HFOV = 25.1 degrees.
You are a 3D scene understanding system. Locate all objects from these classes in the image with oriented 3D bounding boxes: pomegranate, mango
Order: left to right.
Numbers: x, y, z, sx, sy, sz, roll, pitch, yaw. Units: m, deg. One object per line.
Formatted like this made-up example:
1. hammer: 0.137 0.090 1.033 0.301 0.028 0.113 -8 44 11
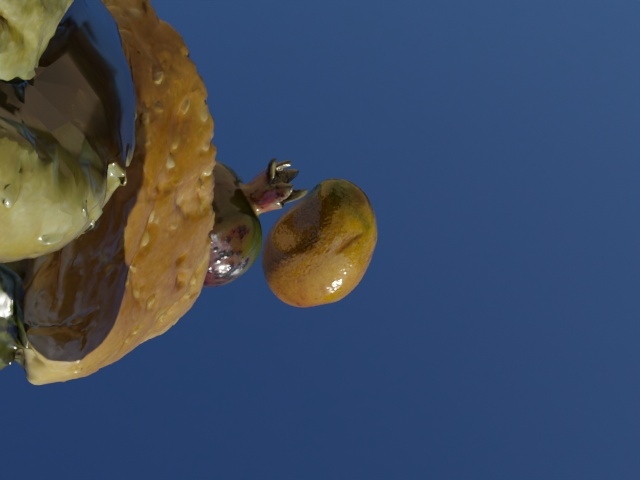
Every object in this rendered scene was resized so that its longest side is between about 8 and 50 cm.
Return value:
1. pomegranate: -0.095 -0.018 1.397 0.159 0.129 0.129 -4 -148 24
2. mango: 0.004 0.005 1.565 0.115 0.165 0.089 40 -152 -15

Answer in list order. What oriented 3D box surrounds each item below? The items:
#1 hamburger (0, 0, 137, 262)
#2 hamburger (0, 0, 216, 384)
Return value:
1. hamburger: -0.197 -0.092 0.497 0.284 0.134 0.265 14 -149 -20
2. hamburger: -0.192 -0.002 1.012 0.162 0.330 0.209 22 -133 18
